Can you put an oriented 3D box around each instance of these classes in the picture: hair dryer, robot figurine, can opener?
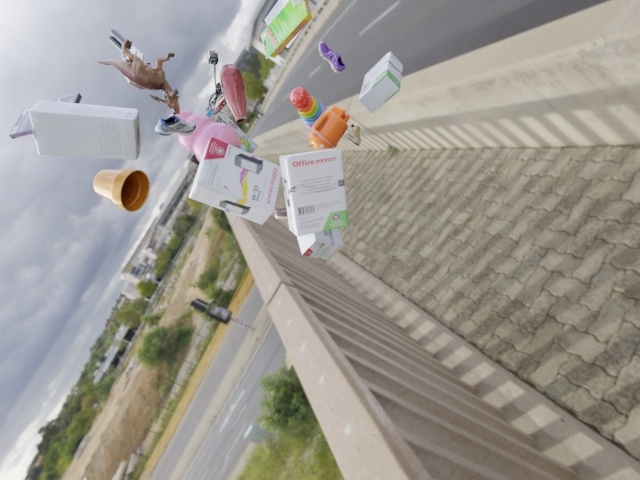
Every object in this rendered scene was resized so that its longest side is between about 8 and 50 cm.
[{"bbox_3d":[-0.322,-0.511,1.474,0.294,0.080,0.224,55,149,36],"label":"hair dryer"},{"bbox_3d":[0.034,-0.470,1.809,0.219,0.128,0.158,-54,4,5],"label":"robot figurine"},{"bbox_3d":[-1.030,-1.009,2.195,0.076,0.283,0.095,-55,-16,26],"label":"can opener"}]

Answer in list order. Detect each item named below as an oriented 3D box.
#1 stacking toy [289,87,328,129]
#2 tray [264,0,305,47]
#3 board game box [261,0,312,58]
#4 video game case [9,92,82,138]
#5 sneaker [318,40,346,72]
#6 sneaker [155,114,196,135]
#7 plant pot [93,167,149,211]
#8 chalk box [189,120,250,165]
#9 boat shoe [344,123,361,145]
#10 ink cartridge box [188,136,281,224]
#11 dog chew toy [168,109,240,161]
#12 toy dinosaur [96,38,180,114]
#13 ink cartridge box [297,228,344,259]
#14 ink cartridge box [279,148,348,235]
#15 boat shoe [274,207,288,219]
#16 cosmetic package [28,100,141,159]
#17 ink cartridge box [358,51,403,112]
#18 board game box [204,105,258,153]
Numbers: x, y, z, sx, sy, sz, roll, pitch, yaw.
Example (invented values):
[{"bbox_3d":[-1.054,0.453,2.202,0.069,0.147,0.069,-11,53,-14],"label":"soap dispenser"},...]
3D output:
[{"bbox_3d":[-0.061,-0.646,2.017,0.141,0.141,0.330,-57,-14,5],"label":"stacking toy"},{"bbox_3d":[-0.154,-1.004,1.929,0.145,0.030,0.270,-46,57,21],"label":"tray"},{"bbox_3d":[-0.135,-0.813,1.592,0.259,0.039,0.124,-25,72,41],"label":"board game box"},{"bbox_3d":[-1.178,-0.537,1.803,0.274,0.026,0.196,-11,53,6],"label":"video game case"},{"bbox_3d":[0.063,-0.891,2.016,0.071,0.170,0.068,-15,39,53],"label":"sneaker"},{"bbox_3d":[-0.454,-0.368,1.333,0.135,0.052,0.058,-23,-27,-44],"label":"sneaker"},{"bbox_3d":[-0.963,-0.257,2.008,0.205,0.187,0.205,15,-90,-78],"label":"plant pot"},{"bbox_3d":[-0.465,-0.425,2.089,0.180,0.288,0.179,-50,22,27],"label":"chalk box"},{"bbox_3d":[0.152,-0.490,1.903,0.072,0.068,0.190,-49,31,17],"label":"boat shoe"},{"bbox_3d":[-0.321,-0.227,1.621,0.131,0.306,0.226,-39,38,54],"label":"ink cartridge box"},{"bbox_3d":[-0.514,-0.449,1.823,0.207,0.331,0.206,-57,-5,-8],"label":"dog chew toy"},{"bbox_3d":[-0.621,-0.575,1.495,0.127,0.295,0.201,-20,75,44],"label":"toy dinosaur"},{"bbox_3d":[0.000,0.000,2.051,0.128,0.176,0.127,-48,45,36],"label":"ink cartridge box"},{"bbox_3d":[-0.022,-0.173,1.468,0.115,0.198,0.273,-142,42,-67],"label":"ink cartridge box"},{"bbox_3d":[-0.083,-0.192,2.219,0.341,0.123,0.123,-9,18,8],"label":"boat shoe"},{"bbox_3d":[-0.586,-0.278,1.065,0.086,0.230,0.118,-109,26,-52],"label":"cosmetic package"},{"bbox_3d":[0.258,-0.669,1.770,0.160,0.092,0.220,-33,29,41],"label":"ink cartridge box"},{"bbox_3d":[-0.523,-0.528,2.250,0.224,0.303,0.098,-42,15,22],"label":"board game box"}]
